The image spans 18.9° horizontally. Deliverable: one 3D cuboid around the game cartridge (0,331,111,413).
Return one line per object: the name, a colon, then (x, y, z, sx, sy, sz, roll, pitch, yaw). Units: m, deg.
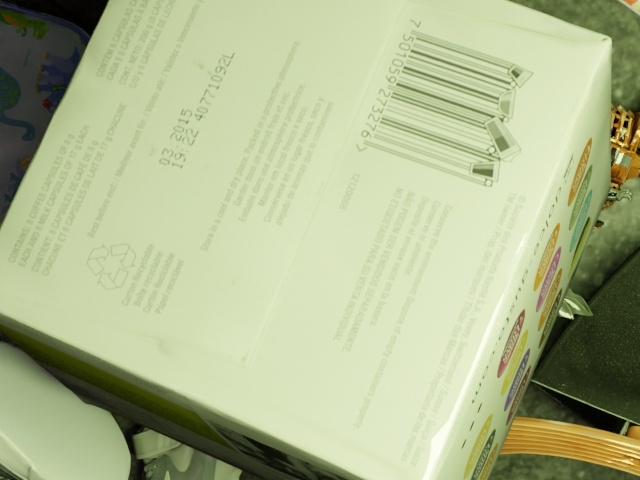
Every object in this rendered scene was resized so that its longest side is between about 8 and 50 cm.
game cartridge: (-0.298, 0.058, 1.672, 0.297, 0.062, 0.198, 25, 110, -13)

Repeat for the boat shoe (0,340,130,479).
boat shoe: (-0.303, 0.145, 1.627, 0.301, 0.108, 0.102, 29, 137, -27)

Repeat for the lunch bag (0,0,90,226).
lunch bag: (-0.278, -0.085, 1.573, 0.176, 0.090, 0.219, 14, 85, -10)

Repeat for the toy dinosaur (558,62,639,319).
toy dinosaur: (0.165, -0.052, 1.652, 0.322, 0.164, 0.218, 2, 96, 16)

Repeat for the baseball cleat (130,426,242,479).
baseball cleat: (-0.143, 0.228, 1.748, 0.109, 0.072, 0.206, 35, 98, -2)

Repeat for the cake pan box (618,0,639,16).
cake pan box: (0.358, -0.286, 1.605, 0.246, 0.070, 0.267, 33, 103, -17)

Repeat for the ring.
ring: (0.242, 0.219, 1.674, 0.337, 0.336, 0.032, 25, 65, -13)

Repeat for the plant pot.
plant pot: (0.325, 0.105, 1.661, 0.187, 0.188, 0.167, 36, 77, -50)

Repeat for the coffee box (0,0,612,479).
coffee box: (0.000, 0.000, 1.415, 0.338, 0.334, 0.337, 21, 77, 14)
